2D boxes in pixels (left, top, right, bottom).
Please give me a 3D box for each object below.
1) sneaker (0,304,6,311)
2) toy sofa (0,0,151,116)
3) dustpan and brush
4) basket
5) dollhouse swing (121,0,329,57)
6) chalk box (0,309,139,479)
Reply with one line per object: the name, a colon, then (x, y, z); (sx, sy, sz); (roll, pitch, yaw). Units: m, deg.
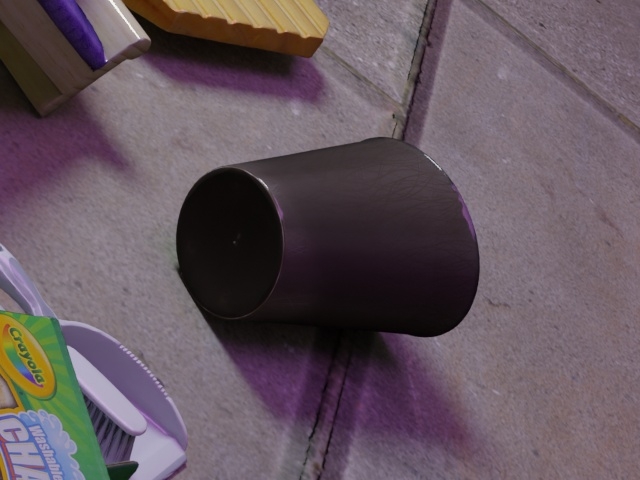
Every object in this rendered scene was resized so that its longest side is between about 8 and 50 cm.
sneaker: (-0.256, 0.046, 1.117); (0.258, 0.091, 0.094); (43, 58, 12)
toy sofa: (-0.238, -0.255, 1.323); (0.150, 0.177, 0.362); (53, -2, 19)
dustpan and brush: (-0.182, 0.089, 1.207); (0.211, 0.060, 0.147); (46, 29, 5)
basket: (0.000, 0.000, 1.471); (0.227, 0.154, 0.204); (-3, 51, -48)
dollhouse swing: (-0.110, -0.404, 1.746); (0.346, 0.315, 0.305); (5, 26, -49)
chalk box: (-0.232, 0.151, 0.940); (0.289, 0.180, 0.179); (13, 40, -40)
